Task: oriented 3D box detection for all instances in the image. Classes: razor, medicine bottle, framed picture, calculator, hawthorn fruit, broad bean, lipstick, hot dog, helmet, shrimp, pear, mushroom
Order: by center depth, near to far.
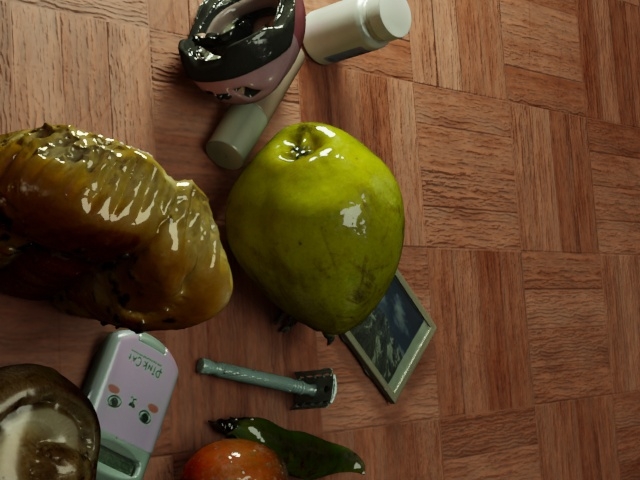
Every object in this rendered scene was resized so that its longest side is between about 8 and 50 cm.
[{"bbox_3d":[-0.299,-0.005,1.470,0.367,0.365,0.196,35,61,-37],"label":"hot dog"},{"bbox_3d":[-0.389,0.286,1.474,0.253,0.153,0.253,7,80,-44],"label":"mushroom"},{"bbox_3d":[-0.290,0.250,1.668,0.141,0.045,0.246,38,58,-36],"label":"calculator"},{"bbox_3d":[-0.135,0.379,1.723,0.172,0.172,0.173,10,76,-45],"label":"hawthorn fruit"},{"bbox_3d":[-0.112,-0.314,1.856,0.253,0.198,0.154,-50,130,-48],"label":"helmet"},{"bbox_3d":[-0.094,0.222,1.860,0.232,0.106,0.068,18,69,-34],"label":"razor"},{"bbox_3d":[0.000,0.000,1.860,0.287,0.287,0.375,-30,121,-45],"label":"pear"},{"bbox_3d":[-0.049,0.347,1.892,0.339,0.061,0.077,27,52,-41],"label":"broad bean"},{"bbox_3d":[-0.107,-0.232,1.928,0.070,0.070,0.254,49,51,-29],"label":"lipstick"},{"bbox_3d":[-0.047,0.130,1.961,0.092,0.029,0.038,-35,117,-38],"label":"shrimp"},{"bbox_3d":[0.063,-0.382,2.049,0.102,0.186,0.103,11,75,-46],"label":"medicine bottle"},{"bbox_3d":[0.105,0.134,2.125,0.281,0.019,0.209,54,49,-26],"label":"framed picture"}]
